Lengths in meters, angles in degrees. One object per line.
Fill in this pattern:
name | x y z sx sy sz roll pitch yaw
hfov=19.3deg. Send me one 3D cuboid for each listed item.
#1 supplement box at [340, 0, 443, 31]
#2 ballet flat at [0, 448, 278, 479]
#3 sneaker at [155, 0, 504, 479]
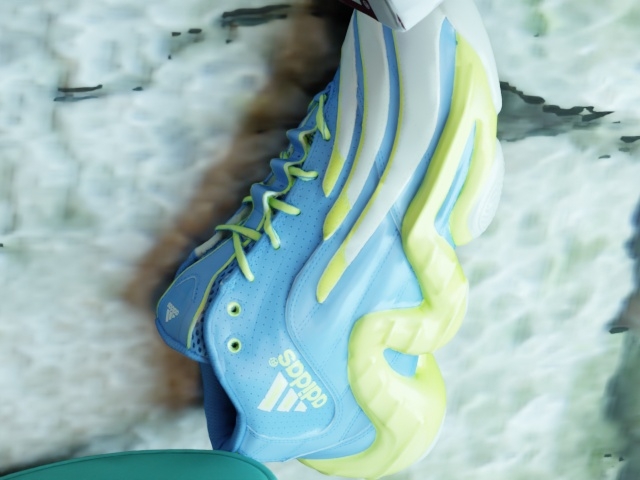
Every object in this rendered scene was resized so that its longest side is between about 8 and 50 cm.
supplement box | 0.002 -0.161 0.619 0.130 0.239 0.073 -38 125 -10
ballet flat | -0.150 0.151 0.767 0.280 0.095 0.096 -6 124 -16
sneaker | 0.000 0.000 0.779 0.126 0.091 0.240 -8 115 -25
